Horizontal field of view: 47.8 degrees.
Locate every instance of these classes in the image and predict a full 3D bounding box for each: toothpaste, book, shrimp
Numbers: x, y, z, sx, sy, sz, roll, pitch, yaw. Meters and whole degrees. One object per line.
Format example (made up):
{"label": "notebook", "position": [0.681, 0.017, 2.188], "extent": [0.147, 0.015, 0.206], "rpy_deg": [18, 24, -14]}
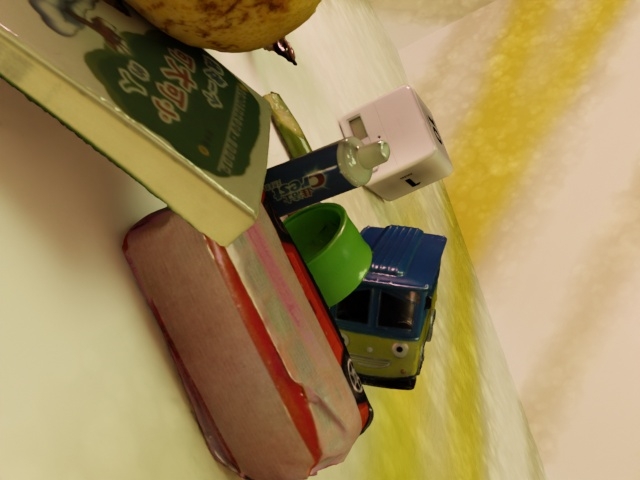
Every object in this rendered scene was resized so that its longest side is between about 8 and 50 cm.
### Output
{"label": "toothpaste", "position": [-0.039, -0.053, 0.739], "extent": [0.069, 0.268, 0.047], "rpy_deg": [36, 52, -36]}
{"label": "book", "position": [-0.194, -0.174, 0.584], "extent": [0.371, 0.043, 0.260], "rpy_deg": [37, 25, -21]}
{"label": "shrimp", "position": [-0.123, -0.390, 1.263], "extent": [0.117, 0.066, 0.262], "rpy_deg": [22, 30, -46]}

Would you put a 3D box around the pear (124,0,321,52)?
{"label": "pear", "position": [-0.081, -0.309, 0.649], "extent": [0.271, 0.271, 0.271], "rpy_deg": [55, 20, -32]}

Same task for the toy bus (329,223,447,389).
{"label": "toy bus", "position": [0.099, 0.087, 1.057], "extent": [0.287, 0.138, 0.175], "rpy_deg": [-44, 141, -70]}

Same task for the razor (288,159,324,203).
{"label": "razor", "position": [-0.016, -0.076, 1.215], "extent": [0.154, 0.028, 0.044], "rpy_deg": [45, 22, -47]}

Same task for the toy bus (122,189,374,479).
{"label": "toy bus", "position": [-0.065, 0.089, 0.692], "extent": [0.303, 0.127, 0.147], "rpy_deg": [66, 23, -6]}

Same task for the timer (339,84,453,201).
{"label": "timer", "position": [0.185, -0.229, 1.740], "extent": [0.195, 0.194, 0.192], "rpy_deg": [21, 47, -65]}

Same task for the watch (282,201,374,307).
{"label": "watch", "position": [-0.021, 0.010, 0.883], "extent": [0.131, 0.152, 0.165], "rpy_deg": [54, 22, -26]}

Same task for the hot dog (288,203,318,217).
{"label": "hot dog", "position": [-0.001, 0.001, 1.103], "extent": [0.099, 0.065, 0.147], "rpy_deg": [-6, 75, -63]}

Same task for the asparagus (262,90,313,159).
{"label": "asparagus", "position": [-0.045, -0.178, 1.245], "extent": [0.178, 0.041, 0.045], "rpy_deg": [63, 9, -7]}
